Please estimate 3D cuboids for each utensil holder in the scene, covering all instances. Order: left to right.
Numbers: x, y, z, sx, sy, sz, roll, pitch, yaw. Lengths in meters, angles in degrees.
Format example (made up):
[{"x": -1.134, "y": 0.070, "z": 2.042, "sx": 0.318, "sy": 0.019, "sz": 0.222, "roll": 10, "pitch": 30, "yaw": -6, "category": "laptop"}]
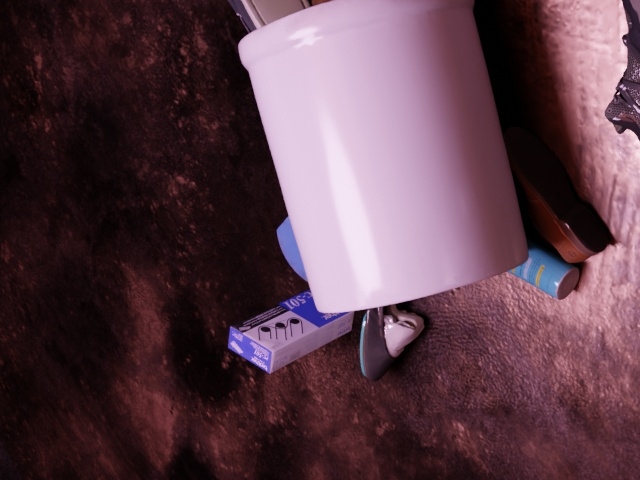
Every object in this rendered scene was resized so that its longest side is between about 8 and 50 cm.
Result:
[{"x": 0.090, "y": -0.123, "z": 1.515, "sx": 0.328, "sy": 0.328, "sz": 0.385, "roll": -11, "pitch": 93, "yaw": 45, "category": "utensil holder"}]

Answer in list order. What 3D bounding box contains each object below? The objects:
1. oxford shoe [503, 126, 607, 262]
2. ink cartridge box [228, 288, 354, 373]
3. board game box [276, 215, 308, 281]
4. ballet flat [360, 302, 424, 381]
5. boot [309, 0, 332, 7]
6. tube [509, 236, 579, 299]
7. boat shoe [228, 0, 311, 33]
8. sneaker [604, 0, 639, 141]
[{"x": 0.307, "y": -0.059, "z": 1.543, "sx": 0.212, "sy": 0.076, "sz": 0.076, "roll": 60, "pitch": 146, "yaw": 9, "category": "oxford shoe"}, {"x": -0.047, "y": 0.147, "z": 1.853, "sx": 0.097, "sy": 0.207, "sz": 0.046, "roll": 28, "pitch": 123, "yaw": 33, "category": "ink cartridge box"}, {"x": 0.000, "y": 0.000, "z": 1.879, "sx": 0.133, "sy": 0.033, "sz": 0.168, "roll": 52, "pitch": 138, "yaw": 8, "category": "board game box"}, {"x": 0.112, "y": 0.103, "z": 1.774, "sx": 0.096, "sy": 0.095, "sz": 0.280, "roll": 7, "pitch": 111, "yaw": 28, "category": "ballet flat"}, {"x": 0.066, "y": -0.428, "z": 1.606, "sx": 0.305, "sy": 0.112, "sz": 0.115, "roll": -47, "pitch": 62, "yaw": 45, "category": "boot"}, {"x": 0.279, "y": 0.015, "z": 1.618, "sx": 0.207, "sy": 0.052, "sz": 0.080, "roll": 33, "pitch": 119, "yaw": 37, "category": "tube"}, {"x": -0.109, "y": -0.431, "z": 1.757, "sx": 0.340, "sy": 0.127, "sz": 0.113, "roll": 60, "pitch": 164, "yaw": 15, "category": "boat shoe"}, {"x": 0.397, "y": -0.217, "z": 1.384, "sx": 0.130, "sy": 0.087, "sz": 0.227, "roll": -21, "pitch": 96, "yaw": 39, "category": "sneaker"}]
